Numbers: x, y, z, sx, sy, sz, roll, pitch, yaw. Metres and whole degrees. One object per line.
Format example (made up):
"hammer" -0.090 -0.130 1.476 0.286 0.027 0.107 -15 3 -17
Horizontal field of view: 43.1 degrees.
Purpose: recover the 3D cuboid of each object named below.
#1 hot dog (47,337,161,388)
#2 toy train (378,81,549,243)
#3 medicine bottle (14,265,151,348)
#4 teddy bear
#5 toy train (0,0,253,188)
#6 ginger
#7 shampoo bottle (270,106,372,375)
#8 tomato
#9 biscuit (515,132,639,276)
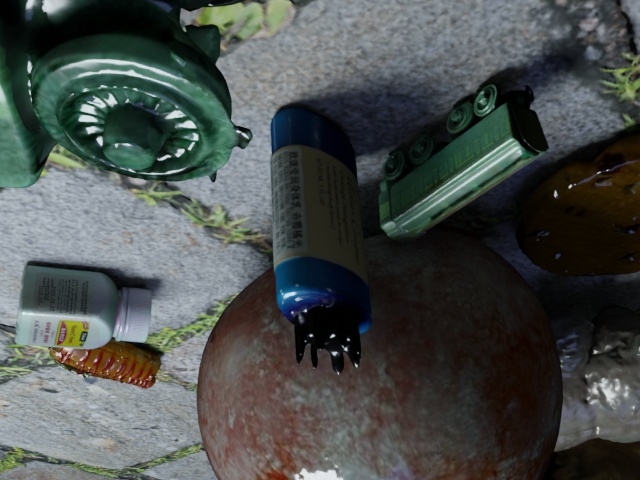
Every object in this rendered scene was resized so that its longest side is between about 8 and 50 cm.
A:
"hot dog" -0.231 0.131 0.879 0.062 0.038 0.144 -24 145 27
"toy train" 0.098 -0.058 0.587 0.038 0.071 0.148 18 141 -34
"medicine bottle" -0.221 0.066 0.757 0.117 0.055 0.074 7 145 -21
"teddy bear" 0.276 0.148 0.880 0.267 0.151 0.236 -17 140 13
"toy train" -0.127 -0.146 0.336 0.238 0.167 0.299 8 146 -3
"ginger" 0.373 0.368 1.156 0.222 0.269 0.201 4 120 -1
"shampoo bottle" 0.000 0.000 0.559 0.050 0.183 0.087 -21 146 26
"tomato" 0.050 0.131 0.708 0.316 0.283 0.317 -14 155 -7
"biscuit" 0.274 -0.027 0.701 0.212 0.036 0.212 -5 150 -3
